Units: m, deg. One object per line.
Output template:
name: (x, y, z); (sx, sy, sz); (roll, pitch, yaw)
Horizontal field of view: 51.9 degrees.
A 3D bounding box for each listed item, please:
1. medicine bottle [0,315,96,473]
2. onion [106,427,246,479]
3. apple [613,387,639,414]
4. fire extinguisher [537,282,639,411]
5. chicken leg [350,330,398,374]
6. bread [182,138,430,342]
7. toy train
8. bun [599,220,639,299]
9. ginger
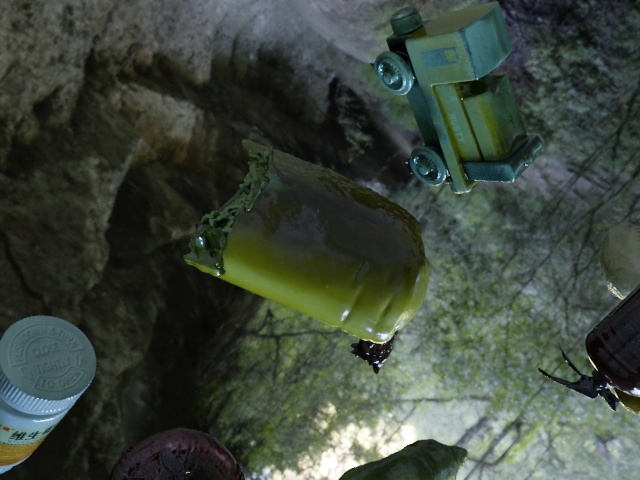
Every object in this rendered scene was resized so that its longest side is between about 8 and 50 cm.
medicine bottle: (-0.521, 0.276, 1.128); (0.158, 0.318, 0.158); (29, -143, -24)
onion: (-0.319, 0.565, 1.455); (0.314, 0.314, 0.232); (41, 172, -10)
apple: (0.519, 0.235, 1.059); (0.089, 0.089, 0.074); (39, 180, -35)
fire extinguisher: (0.452, 0.100, 0.874); (0.135, 0.337, 0.114); (44, -158, 19)
chicken leg: (0.133, 0.211, 1.573); (0.105, 0.234, 0.063); (9, -164, -1)
bread: (0.000, 0.000, 1.061); (0.376, 0.208, 0.251); (26, -149, -12)
toy train: (0.264, -0.263, 1.268); (0.253, 0.160, 0.397); (9, 132, 50)
bun: (0.693, 0.064, 1.452); (0.222, 0.127, 0.222); (25, -136, -26)
ginger: (0.086, 0.310, 0.829); (0.290, 0.137, 0.089); (-11, -124, -47)
